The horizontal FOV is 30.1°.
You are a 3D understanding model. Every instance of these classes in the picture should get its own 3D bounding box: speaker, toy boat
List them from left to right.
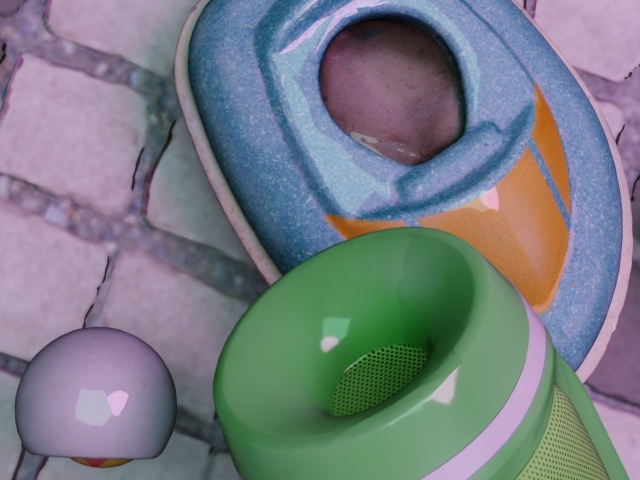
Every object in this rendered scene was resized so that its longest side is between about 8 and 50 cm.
[{"bbox_3d":[0.000,0.000,0.561,0.318,0.148,0.267,-39,87,-10],"label":"toy boat"},{"bbox_3d":[0.074,0.138,0.492,0.131,0.131,0.296,-38,123,-10],"label":"speaker"}]
